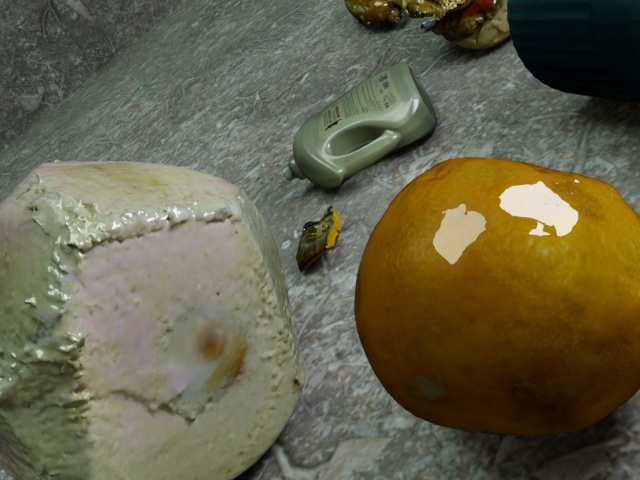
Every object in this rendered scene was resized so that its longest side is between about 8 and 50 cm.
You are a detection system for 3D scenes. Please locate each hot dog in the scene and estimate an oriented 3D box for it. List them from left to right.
[{"bbox_3d":[0.115,-0.488,1.797,0.109,0.072,0.269,-37,26,6],"label":"hot dog"}]

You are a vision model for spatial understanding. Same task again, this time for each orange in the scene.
[{"bbox_3d":[0.157,0.049,0.746,0.261,0.261,0.261,-29,29,18],"label":"orange"}]

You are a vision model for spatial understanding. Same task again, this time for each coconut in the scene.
[{"bbox_3d":[-0.232,0.093,1.008,0.404,0.404,0.405,-29,29,18],"label":"coconut"}]

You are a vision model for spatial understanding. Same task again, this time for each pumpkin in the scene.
[{"bbox_3d":[-0.001,0.002,1.244,0.073,0.035,0.101,-34,29,34],"label":"pumpkin"}]

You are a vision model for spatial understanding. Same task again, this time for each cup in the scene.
[{"bbox_3d":[0.401,-0.289,0.984,0.308,0.242,0.292,-46,26,-10],"label":"cup"}]

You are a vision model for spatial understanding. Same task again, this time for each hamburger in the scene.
[{"bbox_3d":[0.261,-0.421,1.423,0.244,0.163,0.244,-33,39,32],"label":"hamburger"}]

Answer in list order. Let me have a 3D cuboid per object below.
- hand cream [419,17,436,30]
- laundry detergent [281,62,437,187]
[{"bbox_3d":[0.226,-0.412,1.614,0.093,0.019,0.030,-23,29,13],"label":"hand cream"},{"bbox_3d":[0.050,-0.162,1.364,0.253,0.091,0.181,-30,35,15],"label":"laundry detergent"}]
